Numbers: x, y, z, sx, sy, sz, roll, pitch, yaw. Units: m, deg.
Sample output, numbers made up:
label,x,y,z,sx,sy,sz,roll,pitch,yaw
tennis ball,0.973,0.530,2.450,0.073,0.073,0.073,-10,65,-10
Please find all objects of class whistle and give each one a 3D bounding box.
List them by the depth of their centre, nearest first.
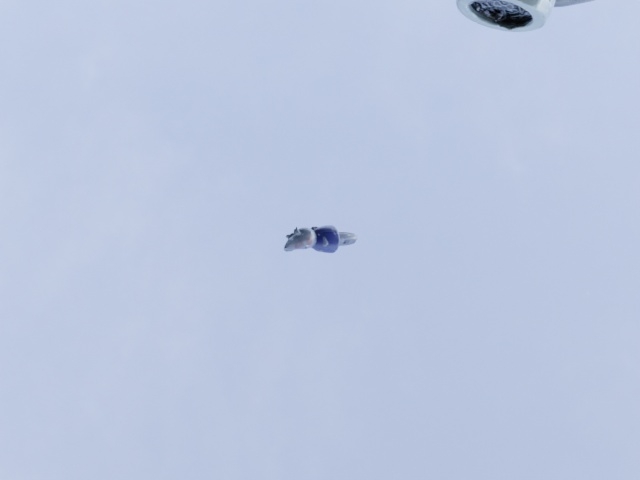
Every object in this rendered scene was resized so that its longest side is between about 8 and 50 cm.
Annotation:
label,x,y,z,sx,sy,sz,roll,pitch,yaw
whistle,0.000,0.000,1.203,0.083,0.033,0.029,0,-128,-32

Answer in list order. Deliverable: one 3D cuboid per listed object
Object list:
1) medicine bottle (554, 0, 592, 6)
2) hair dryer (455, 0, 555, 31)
label,x,y,z,sx,sy,sz,roll,pitch,yaw
medicine bottle,0.208,-0.374,1.125,0.238,0.232,0.238,-5,-141,4
hair dryer,0.216,-0.191,0.846,0.236,0.073,0.131,17,-99,-17
